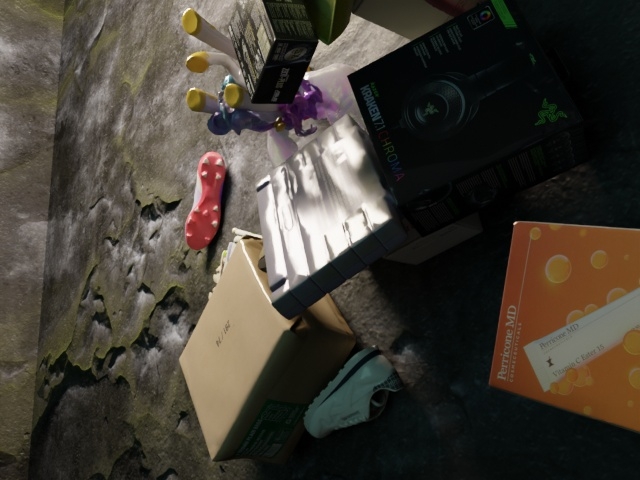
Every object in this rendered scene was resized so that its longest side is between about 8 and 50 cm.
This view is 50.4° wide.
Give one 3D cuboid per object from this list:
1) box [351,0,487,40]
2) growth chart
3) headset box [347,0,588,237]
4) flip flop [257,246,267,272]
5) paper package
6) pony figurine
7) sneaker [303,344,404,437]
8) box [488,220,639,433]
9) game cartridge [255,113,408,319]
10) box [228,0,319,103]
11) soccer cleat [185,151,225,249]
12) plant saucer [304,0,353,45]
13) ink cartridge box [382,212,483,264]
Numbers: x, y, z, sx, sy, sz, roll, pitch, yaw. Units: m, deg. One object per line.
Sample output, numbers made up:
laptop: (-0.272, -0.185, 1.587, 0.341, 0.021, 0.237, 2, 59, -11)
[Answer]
box: (0.144, -0.428, 1.136, 0.127, 0.232, 0.149, -52, 47, 30)
growth chart: (-0.201, 0.085, 1.596, 0.172, 0.021, 0.238, 23, 99, 51)
headset box: (0.218, -0.184, 0.991, 0.283, 0.131, 0.247, -24, 63, 15)
flip flop: (0.000, 0.000, 1.176, 0.277, 0.080, 0.112, -23, 38, 30)
paper package: (-0.114, 0.213, 1.320, 0.325, 0.168, 0.309, -61, 35, 20)
pony figurine: (-0.080, -0.271, 1.327, 0.303, 0.363, 0.351, -43, 66, 31)
sneaker: (0.053, 0.289, 1.199, 0.095, 0.090, 0.235, 47, 126, 20)
box: (0.391, 0.104, 0.762, 0.345, 0.168, 0.215, 7, 87, 51)
game cartridge: (0.006, -0.054, 1.100, 0.230, 0.068, 0.355, -32, 34, 13)
box: (-0.083, -0.342, 1.131, 0.147, 0.077, 0.180, 121, 137, -51)
soccer cleat: (-0.287, -0.099, 1.714, 0.095, 0.082, 0.248, -134, 54, -78)
plant saucer: (0.009, -0.423, 1.065, 0.188, 0.045, 0.189, -128, 39, -50)
ink cartridge box: (0.165, -0.085, 1.140, 0.154, 0.093, 0.213, -33, 55, 42)
